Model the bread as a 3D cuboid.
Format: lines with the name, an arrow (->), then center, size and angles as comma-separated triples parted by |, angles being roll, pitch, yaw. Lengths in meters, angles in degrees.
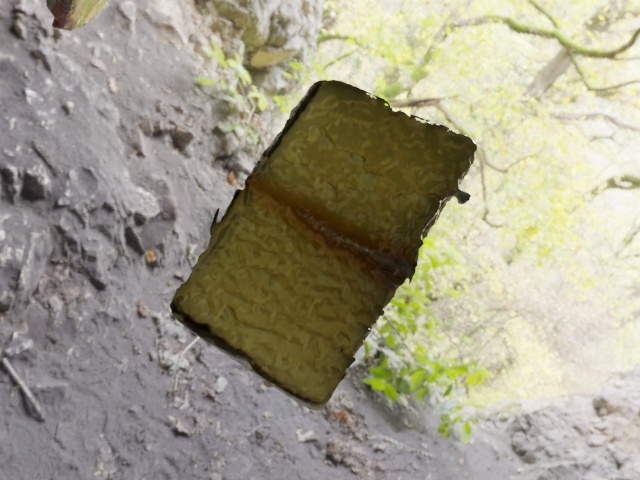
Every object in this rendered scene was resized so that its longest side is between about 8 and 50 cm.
bread -> 0.000, 0.000, 0.562 | 0.178, 0.142, 0.266 | 33, 78, 6

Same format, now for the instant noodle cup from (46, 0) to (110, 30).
instant noodle cup -> -0.148, -0.280, 0.326 | 0.200, 0.264, 0.264 | 34, 32, -20
